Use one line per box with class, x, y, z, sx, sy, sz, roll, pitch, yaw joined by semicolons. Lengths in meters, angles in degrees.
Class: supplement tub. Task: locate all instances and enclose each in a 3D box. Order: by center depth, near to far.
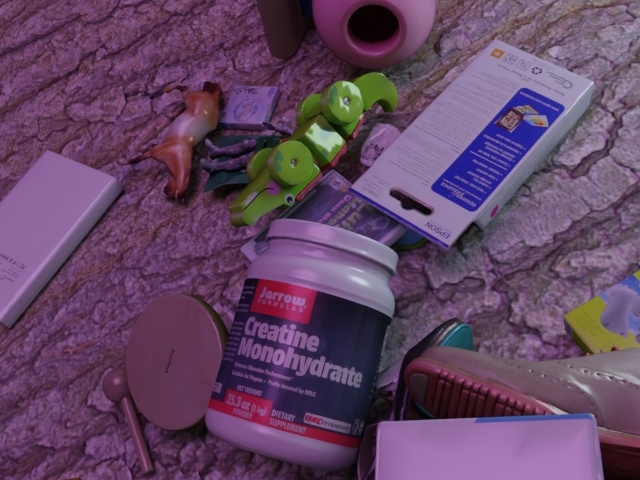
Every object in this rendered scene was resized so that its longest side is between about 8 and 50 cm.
supplement tub;-0.018;0.128;0.998;0.191;0.191;0.272;10;78;27

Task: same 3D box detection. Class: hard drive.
hard drive;-0.512;-0.012;1.424;0.203;0.040;0.307;21;66;32

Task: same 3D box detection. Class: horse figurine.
horse figurine;-0.246;-0.195;1.432;0.174;0.066;0.263;13;63;40

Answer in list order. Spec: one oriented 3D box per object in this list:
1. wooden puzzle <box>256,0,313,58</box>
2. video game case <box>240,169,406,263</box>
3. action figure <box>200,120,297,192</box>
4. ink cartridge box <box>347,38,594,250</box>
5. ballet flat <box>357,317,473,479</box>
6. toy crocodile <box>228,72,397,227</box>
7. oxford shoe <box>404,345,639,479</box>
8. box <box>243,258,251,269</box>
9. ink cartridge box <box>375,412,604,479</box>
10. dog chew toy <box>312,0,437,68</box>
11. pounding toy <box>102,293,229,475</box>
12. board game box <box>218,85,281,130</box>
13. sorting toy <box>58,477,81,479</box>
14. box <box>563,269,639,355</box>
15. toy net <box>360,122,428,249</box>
wooden puzzle;-0.010;-0.544;1.435;0.081;0.322;0.347;17;62;18
video game case;0.000;0.000;1.175;0.190;0.022;0.173;-41;50;-8
action figure;-0.081;-0.150;1.347;0.232;0.063;0.137;-7;51;12
ink cartridge box;0.223;-0.138;1.179;0.176;0.069;0.371;33;64;27
ballet flat;0.102;0.215;0.995;0.096;0.095;0.280;3;57;37
toy crocodile;-0.013;-0.140;1.232;0.340;0.105;0.115;-51;18;-23
oxford shoe;0.294;0.185;0.906;0.397;0.140;0.146;18;56;12
box;-0.010;0.057;1.182;0.145;0.038;0.186;-34;52;-3
ink cartridge box;0.178;0.309;0.781;0.198;0.270;0.197;-7;56;17
dog chew toy;0.094;-0.442;1.403;0.207;0.206;0.331;-11;40;14
pounding toy;-0.184;0.186;1.135;0.237;0.110;0.183;-49;60;21
board game box;-0.126;-0.237;1.449;0.090;0.020;0.090;6;58;26
sorting toy;-0.421;0.421;1.075;0.275;0.046;0.132;-31;51;-1
box;0.405;0.094;0.993;0.178;0.042;0.109;-31;51;-1
toy net;0.093;-0.082;1.240;0.122;0.045;0.232;-17;50;13
